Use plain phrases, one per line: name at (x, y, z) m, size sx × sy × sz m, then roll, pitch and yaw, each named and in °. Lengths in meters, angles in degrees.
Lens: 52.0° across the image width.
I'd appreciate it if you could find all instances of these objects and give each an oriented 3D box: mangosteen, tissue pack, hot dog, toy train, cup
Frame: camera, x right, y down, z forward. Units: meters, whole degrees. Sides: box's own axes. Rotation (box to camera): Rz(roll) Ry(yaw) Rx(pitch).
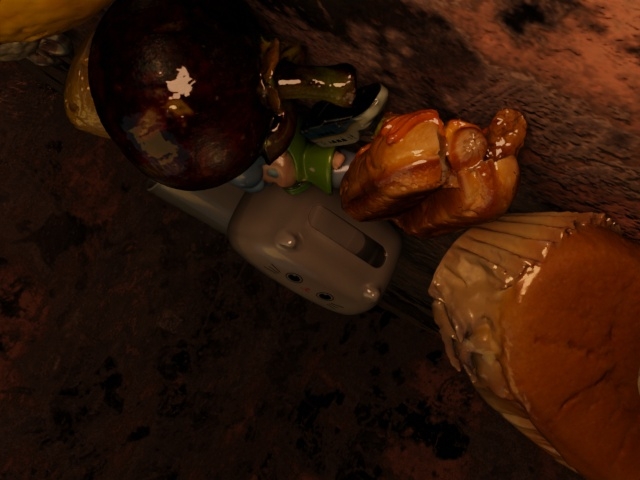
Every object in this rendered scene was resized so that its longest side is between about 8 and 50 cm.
mangosteen at (-0.106, -0.179, 0.729) m, size 0.289 × 0.231 × 0.231 m, roll -11°, pitch 166°, yaw 6°
tissue pack at (0.000, 0.000, 1.307) m, size 0.333 × 0.229 × 0.236 m, roll 33°, pitch 167°, yaw -25°
hot dog at (0.112, -0.077, 0.730) m, size 0.158 × 0.117 × 0.349 m, roll 14°, pitch 175°, yaw -2°
toy train at (0.037, -0.151, 0.807) m, size 0.051 × 0.052 × 0.234 m, roll 31°, pitch 174°, yaw -20°
cup at (-0.199, -0.119, 1.445) m, size 0.312 × 0.205 × 0.205 m, roll 33°, pitch 173°, yaw -25°

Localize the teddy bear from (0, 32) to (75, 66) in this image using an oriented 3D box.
teddy bear at (-0.735, -0.412, 1.282) m, size 0.327 × 0.375 × 0.362 m, roll -15°, pitch 123°, yaw 41°

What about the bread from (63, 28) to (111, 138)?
bread at (-0.400, -0.291, 1.259) m, size 0.170 × 0.197 × 0.197 m, roll 20°, pitch 177°, yaw -16°

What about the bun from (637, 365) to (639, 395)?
bun at (0.344, 0.076, 0.498) m, size 0.153 × 0.244 × 0.244 m, roll 40°, pitch 176°, yaw 14°

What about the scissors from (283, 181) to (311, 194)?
scissors at (-0.062, -0.154, 1.148) m, size 0.204 × 0.101 × 0.027 m, roll 43°, pitch 173°, yaw 44°

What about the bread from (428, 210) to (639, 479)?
bread at (0.304, 0.126, 0.742) m, size 0.388 × 0.236 × 0.183 m, roll 42°, pitch 171°, yaw -23°

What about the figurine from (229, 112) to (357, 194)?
figurine at (-0.045, -0.132, 1.001) m, size 0.263 × 0.143 × 0.162 m, roll 14°, pitch 178°, yaw 5°

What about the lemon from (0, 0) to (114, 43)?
lemon at (-0.213, -0.247, 0.366) m, size 0.260 × 0.260 × 0.284 m, roll 25°, pitch 155°, yaw 45°
